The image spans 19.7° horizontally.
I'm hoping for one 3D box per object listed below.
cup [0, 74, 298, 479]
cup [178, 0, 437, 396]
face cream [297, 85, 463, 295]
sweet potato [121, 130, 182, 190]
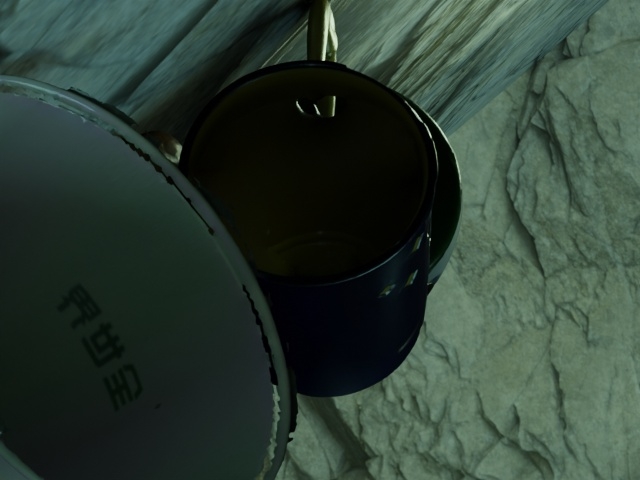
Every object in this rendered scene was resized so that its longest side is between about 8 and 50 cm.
[{"bbox_3d":[-0.190,0.087,0.954,0.274,0.253,0.253,-35,180,31],"label":"cup"},{"bbox_3d":[0.017,-0.031,1.397,0.255,0.178,0.256,-59,165,-19],"label":"cup"},{"bbox_3d":[0.000,0.000,1.774,0.312,0.219,0.357,-40,172,-16],"label":"face cream"},{"bbox_3d":[-0.135,-0.045,1.269,0.056,0.056,0.195,-45,172,24],"label":"sweet potato"}]
